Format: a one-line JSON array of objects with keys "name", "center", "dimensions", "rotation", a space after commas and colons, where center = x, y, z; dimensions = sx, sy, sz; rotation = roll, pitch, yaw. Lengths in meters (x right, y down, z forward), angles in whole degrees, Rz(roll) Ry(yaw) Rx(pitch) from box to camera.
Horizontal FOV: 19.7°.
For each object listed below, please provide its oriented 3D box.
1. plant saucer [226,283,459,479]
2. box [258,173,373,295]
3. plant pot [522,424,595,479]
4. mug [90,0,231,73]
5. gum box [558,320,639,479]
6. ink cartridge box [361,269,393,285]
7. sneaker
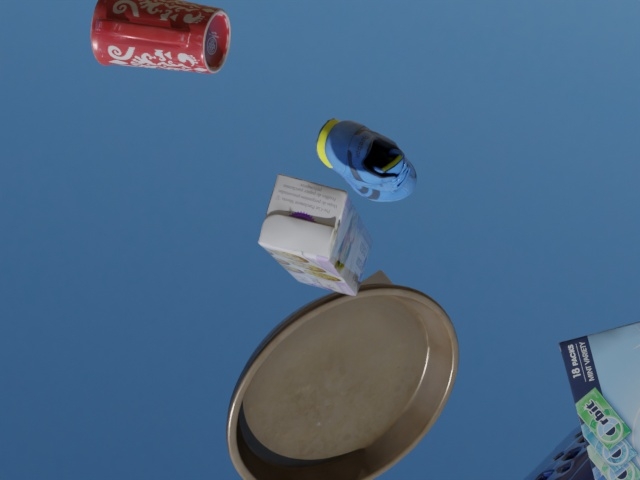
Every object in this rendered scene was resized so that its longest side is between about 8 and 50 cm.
[{"name": "plant saucer", "center": [0.020, 0.156, 1.952], "dimensions": [0.278, 0.278, 0.041], "rotation": [-2, -148, -33]}, {"name": "box", "center": [0.000, 0.000, 1.672], "dimensions": [0.067, 0.063, 0.324], "rotation": [16, 175, 6]}, {"name": "plant pot", "center": [0.379, 0.353, 2.286], "dimensions": [0.236, 0.212, 0.236], "rotation": [47, -120, 2]}, {"name": "mug", "center": [-0.225, -0.278, 2.548], "dimensions": [0.169, 0.113, 0.150], "rotation": [11, -145, 20]}, {"name": "gum box", "center": [0.319, 0.142, 1.618], "dimensions": [0.184, 0.157, 0.041], "rotation": [-17, 170, 15]}, {"name": "ink cartridge box", "center": [0.095, 0.123, 2.745], "dimensions": [0.056, 0.135, 0.099], "rotation": [-32, -116, -18]}, {"name": "sneaker", "center": [0.076, -0.086, 2.236], "dimensions": [0.082, 0.069, 0.209], "rotation": [19, 174, 33]}]
